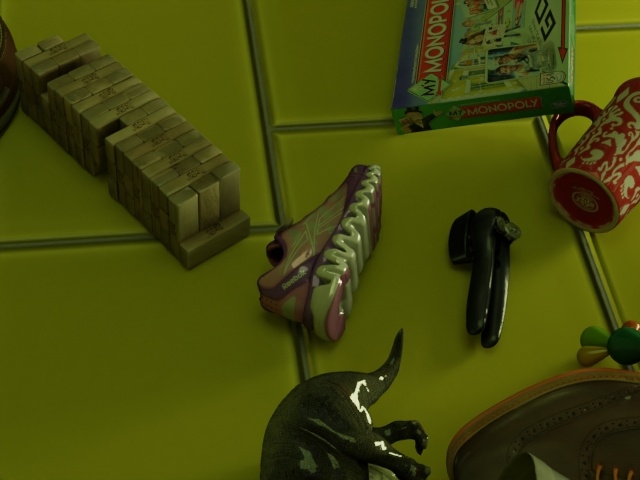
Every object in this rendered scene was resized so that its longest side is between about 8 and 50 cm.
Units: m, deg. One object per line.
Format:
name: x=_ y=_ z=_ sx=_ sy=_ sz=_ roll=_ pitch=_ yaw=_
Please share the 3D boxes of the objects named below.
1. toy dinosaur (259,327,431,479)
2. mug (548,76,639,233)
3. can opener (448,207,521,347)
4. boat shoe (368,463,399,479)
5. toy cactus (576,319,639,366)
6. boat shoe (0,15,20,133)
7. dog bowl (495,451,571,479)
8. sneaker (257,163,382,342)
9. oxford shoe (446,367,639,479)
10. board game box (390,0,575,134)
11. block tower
toy dinosaur: x=0.008 y=0.195 z=1.212 sx=0.160 sy=0.121 sz=0.313 roll=25 pitch=69 yaw=-6
mug: x=0.329 y=-0.092 z=1.586 sx=0.150 sy=0.113 sz=0.169 roll=-2 pitch=36 yaw=50
can opener: x=0.179 y=0.038 z=1.479 sx=0.059 sy=0.073 sz=0.186 roll=31 pitch=42 yaw=-28
boat shoe: x=0.007 y=0.214 z=1.292 sx=0.135 sy=0.050 sz=0.045 roll=19 pitch=42 yaw=14
toy cactus: x=0.324 y=0.129 z=1.315 sx=0.112 sy=0.180 sz=0.219 roll=-37 pitch=51 yaw=-8
boat shoe: x=-0.421 y=-0.168 z=1.587 sx=0.123 sy=0.120 sz=0.324 roll=4 pitch=46 yaw=0
dog bowl: x=0.140 y=0.333 z=0.996 sx=0.102 sy=0.348 sz=0.348 roll=19 pitch=47 yaw=1
sneaker: x=0.000 y=0.000 z=1.475 sx=0.105 sy=0.095 sz=0.236 roll=10 pitch=47 yaw=16
oxford shoe: x=0.279 y=0.190 z=1.206 sx=0.364 sy=0.130 sz=0.132 roll=-13 pitch=20 yaw=20
board game box: x=0.209 y=-0.262 z=1.723 sx=0.214 sy=0.046 sz=0.317 roll=-6 pitch=44 yaw=16
block tower: x=-0.216 y=-0.112 z=1.565 sx=0.091 sy=0.097 sz=0.335 roll=-31 pitch=56 yaw=-28
